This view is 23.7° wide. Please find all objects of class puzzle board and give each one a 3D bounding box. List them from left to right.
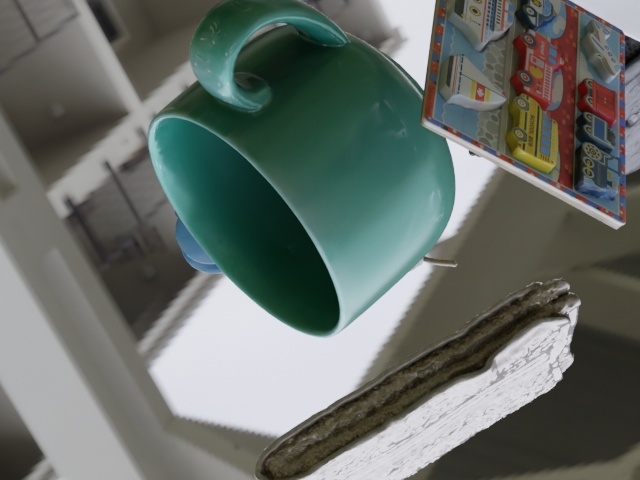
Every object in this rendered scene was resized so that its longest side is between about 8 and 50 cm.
[{"bbox_3d":[0.090,-0.072,0.645,0.011,0.096,0.128,-49,-159,41],"label":"puzzle board"}]

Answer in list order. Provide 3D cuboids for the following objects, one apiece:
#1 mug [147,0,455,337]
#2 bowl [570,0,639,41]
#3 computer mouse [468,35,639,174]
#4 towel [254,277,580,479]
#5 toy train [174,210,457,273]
[{"bbox_3d":[0.001,-0.039,0.687,0.097,0.129,0.158,-41,173,-22],"label":"mug"},{"bbox_3d":[0.203,-0.126,0.785,0.142,0.053,0.142,14,-176,-39],"label":"bowl"},{"bbox_3d":[0.204,-0.121,1.108,0.188,0.072,0.272,-44,155,14],"label":"computer mouse"},{"bbox_3d":[0.083,0.138,1.211,0.282,0.049,0.187,-31,157,-6],"label":"towel"},{"bbox_3d":[0.000,0.000,1.255,0.248,0.105,0.143,17,-163,-3],"label":"toy train"}]
